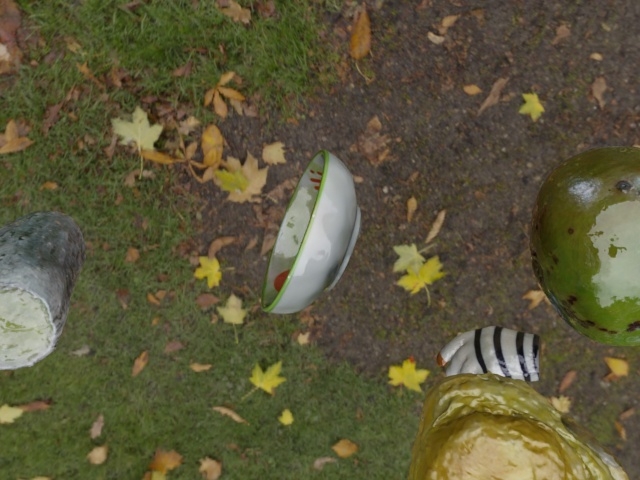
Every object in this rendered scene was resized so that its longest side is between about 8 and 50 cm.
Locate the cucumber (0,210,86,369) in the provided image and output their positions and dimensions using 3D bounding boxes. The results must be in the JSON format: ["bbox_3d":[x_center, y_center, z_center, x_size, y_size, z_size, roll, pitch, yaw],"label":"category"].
[{"bbox_3d":[-0.177,0.024,0.367,0.064,0.112,0.064,-4,115,-10],"label":"cucumber"}]

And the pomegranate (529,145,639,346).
[{"bbox_3d":[0.469,0.015,0.900,0.323,0.291,0.291,8,124,15],"label":"pomegranate"}]

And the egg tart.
[{"bbox_3d":[0.264,0.366,0.851,0.339,0.352,0.153,16,163,22],"label":"egg tart"}]

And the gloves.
[{"bbox_3d":[0.346,0.244,1.300,0.218,0.140,0.131,-3,152,23],"label":"gloves"}]

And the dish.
[{"bbox_3d":[0.000,0.000,1.184,0.124,0.324,0.324,20,117,-11],"label":"dish"}]
